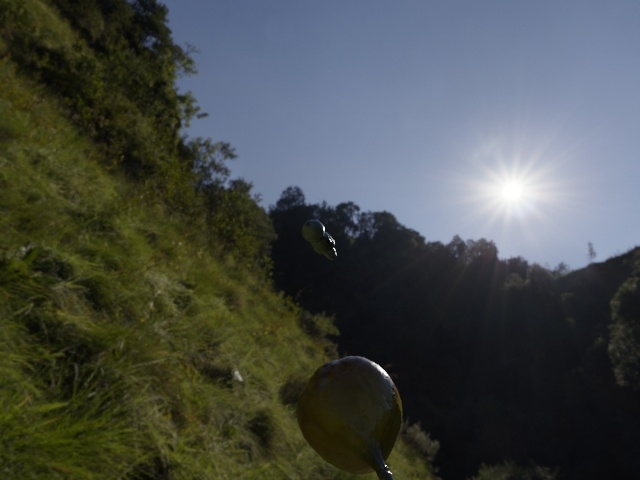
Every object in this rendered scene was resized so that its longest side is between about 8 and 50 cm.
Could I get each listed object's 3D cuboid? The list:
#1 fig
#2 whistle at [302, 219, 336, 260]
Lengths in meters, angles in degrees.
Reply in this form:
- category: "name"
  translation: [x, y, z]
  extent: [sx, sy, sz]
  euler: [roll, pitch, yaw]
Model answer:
- category: "fig"
  translation: [0.060, 0.272, 0.661]
  extent: [0.159, 0.159, 0.257]
  euler: [18, 6, -20]
- category: "whistle"
  translation: [0.000, 0.000, 0.741]
  extent: [0.035, 0.035, 0.100]
  euler: [-4, -34, 28]
